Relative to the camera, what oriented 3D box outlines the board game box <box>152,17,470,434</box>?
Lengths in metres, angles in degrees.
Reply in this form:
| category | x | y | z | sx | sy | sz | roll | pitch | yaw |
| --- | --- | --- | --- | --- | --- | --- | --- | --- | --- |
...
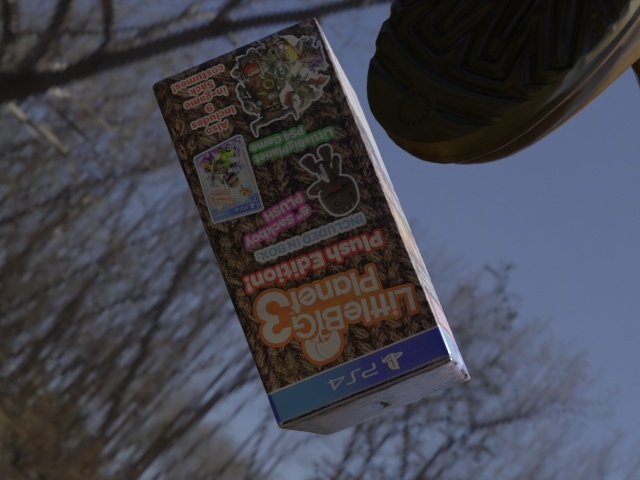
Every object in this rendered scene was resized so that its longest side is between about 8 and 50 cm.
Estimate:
| category | x | y | z | sx | sy | sz | roll | pitch | yaw |
| --- | --- | --- | --- | --- | --- | --- | --- | --- | --- |
| board game box | 0.000 | 0.000 | 1.227 | 0.232 | 0.141 | 0.291 | 45 | 23 | -77 |

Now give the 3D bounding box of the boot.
| category | x | y | z | sx | sy | sz | roll | pitch | yaw |
| --- | --- | --- | --- | --- | --- | --- | --- | --- | --- |
| boot | 0.158 | -0.062 | 0.658 | 0.089 | 0.236 | 0.269 | 37 | -9 | 40 |
